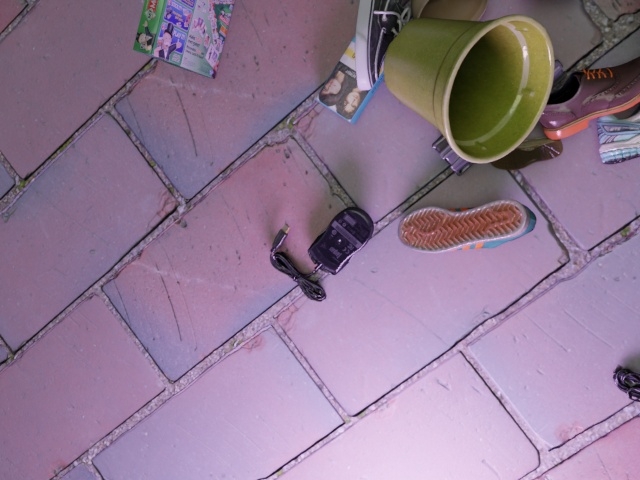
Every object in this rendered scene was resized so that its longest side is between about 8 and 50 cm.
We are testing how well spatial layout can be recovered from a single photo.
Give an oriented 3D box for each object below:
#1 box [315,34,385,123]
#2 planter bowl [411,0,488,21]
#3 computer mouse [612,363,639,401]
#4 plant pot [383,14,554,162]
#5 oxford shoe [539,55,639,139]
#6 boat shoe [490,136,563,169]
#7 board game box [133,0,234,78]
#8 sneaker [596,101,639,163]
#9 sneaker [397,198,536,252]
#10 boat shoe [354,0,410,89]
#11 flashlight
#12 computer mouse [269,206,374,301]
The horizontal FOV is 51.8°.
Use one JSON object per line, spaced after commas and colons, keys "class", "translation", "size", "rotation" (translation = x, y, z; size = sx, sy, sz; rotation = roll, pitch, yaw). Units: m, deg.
{"class": "box", "translation": [0.097, -0.393, 1.485], "size": [0.100, 0.060, 0.244], "rotation": [35, 101, 8]}
{"class": "planter bowl", "translation": [0.259, -0.518, 1.399], "size": [0.162, 0.162, 0.109], "rotation": [-29, 61, 14]}
{"class": "computer mouse", "translation": [0.768, 0.246, 1.384], "size": [0.188, 0.072, 0.272], "rotation": [34, 114, 6]}
{"class": "plant pot", "translation": [0.267, -0.326, 1.303], "size": [0.254, 0.276, 0.276], "rotation": [39, 106, 46]}
{"class": "oxford shoe", "translation": [0.569, -0.311, 1.337], "size": [0.271, 0.097, 0.098], "rotation": [-31, 122, 15]}
{"class": "boat shoe", "translation": [0.445, -0.194, 1.433], "size": [0.153, 0.048, 0.056], "rotation": [-14, 117, 21]}
{"class": "board game box", "translation": [-0.284, -0.483, 1.436], "size": [0.046, 0.317, 0.213], "rotation": [18, 98, 12]}
{"class": "sneaker", "translation": [0.703, -0.250, 1.331], "size": [0.283, 0.110, 0.122], "rotation": [-17, 88, 14]}
{"class": "sneaker", "translation": [0.322, -0.021, 1.447], "size": [0.302, 0.121, 0.108], "rotation": [-6, 78, 35]}
{"class": "boat shoe", "translation": [0.137, -0.465, 1.382], "size": [0.105, 0.113, 0.306], "rotation": [7, 82, 11]}
{"class": "flashlight", "translation": [0.374, -0.283, 1.411], "size": [0.304, 0.103, 0.103], "rotation": [-41, 59, 14]}
{"class": "computer mouse", "translation": [0.000, 0.000, 1.548], "size": [0.184, 0.060, 0.262], "rotation": [37, 114, 4]}
